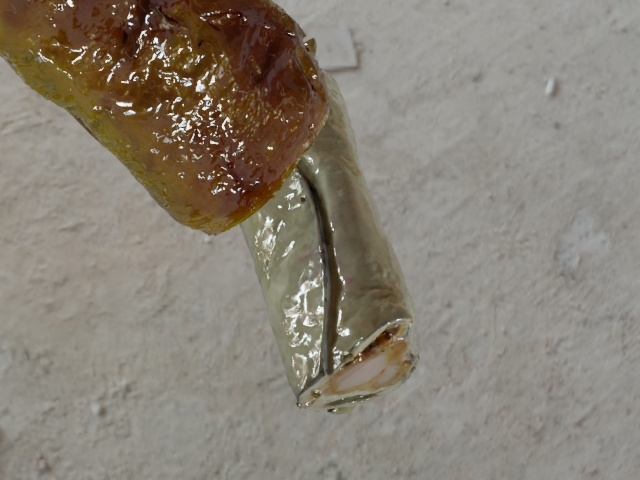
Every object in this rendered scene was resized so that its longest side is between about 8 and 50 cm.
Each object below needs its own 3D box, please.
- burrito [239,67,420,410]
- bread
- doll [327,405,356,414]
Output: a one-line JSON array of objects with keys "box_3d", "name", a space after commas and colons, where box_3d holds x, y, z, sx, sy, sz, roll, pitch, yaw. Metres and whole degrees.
[{"box_3d": [0.002, -0.002, 0.981, 0.105, 0.143, 0.299, 12, 47, -37], "name": "burrito"}, {"box_3d": [-0.129, -0.161, 0.767, 0.185, 0.380, 0.109, -51, 47, -7], "name": "bread"}, {"box_3d": [0.035, 0.209, 1.571, 0.102, 0.089, 0.179, -45, 23, -26], "name": "doll"}]
